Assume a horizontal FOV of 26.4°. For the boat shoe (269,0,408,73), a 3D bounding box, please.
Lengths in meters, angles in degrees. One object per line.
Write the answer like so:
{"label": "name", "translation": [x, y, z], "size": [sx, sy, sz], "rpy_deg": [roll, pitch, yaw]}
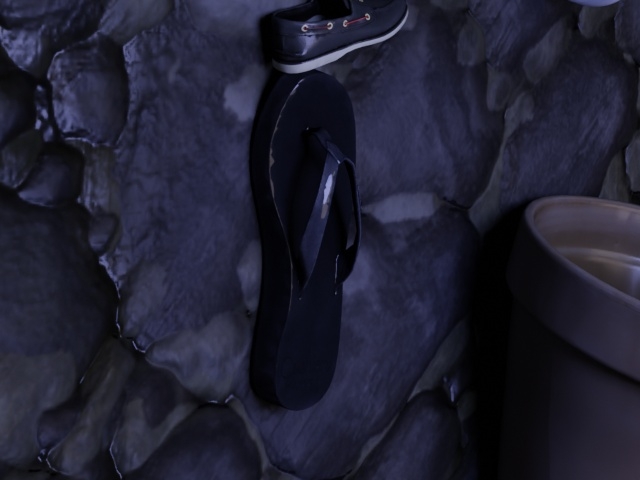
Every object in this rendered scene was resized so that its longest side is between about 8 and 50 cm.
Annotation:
{"label": "boat shoe", "translation": [0.017, -0.161, 0.982], "size": [0.133, 0.049, 0.042], "rpy_deg": [-29, 129, -38]}

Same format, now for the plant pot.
{"label": "plant pot", "translation": [0.289, 0.148, 1.221], "size": [0.323, 0.323, 0.280], "rpy_deg": [-5, 120, -50]}

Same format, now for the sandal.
{"label": "sandal", "translation": [0.001, 0.000, 0.997], "size": [0.097, 0.054, 0.254], "rpy_deg": [-14, 110, -48]}

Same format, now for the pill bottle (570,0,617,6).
{"label": "pill bottle", "translation": [0.268, -0.299, 1.207], "size": [0.184, 0.103, 0.103], "rpy_deg": [-51, 134, -28]}
